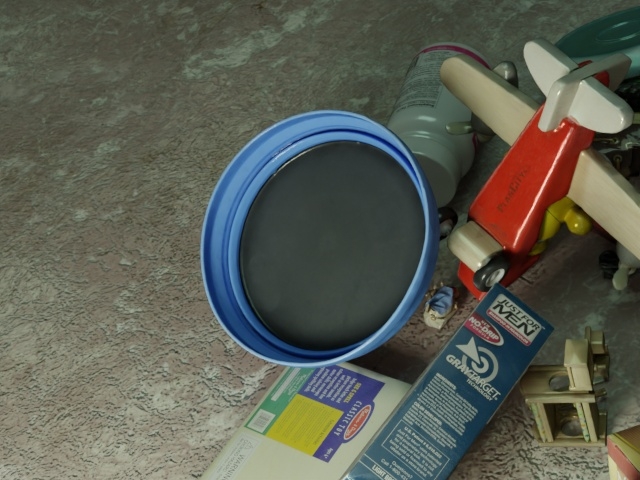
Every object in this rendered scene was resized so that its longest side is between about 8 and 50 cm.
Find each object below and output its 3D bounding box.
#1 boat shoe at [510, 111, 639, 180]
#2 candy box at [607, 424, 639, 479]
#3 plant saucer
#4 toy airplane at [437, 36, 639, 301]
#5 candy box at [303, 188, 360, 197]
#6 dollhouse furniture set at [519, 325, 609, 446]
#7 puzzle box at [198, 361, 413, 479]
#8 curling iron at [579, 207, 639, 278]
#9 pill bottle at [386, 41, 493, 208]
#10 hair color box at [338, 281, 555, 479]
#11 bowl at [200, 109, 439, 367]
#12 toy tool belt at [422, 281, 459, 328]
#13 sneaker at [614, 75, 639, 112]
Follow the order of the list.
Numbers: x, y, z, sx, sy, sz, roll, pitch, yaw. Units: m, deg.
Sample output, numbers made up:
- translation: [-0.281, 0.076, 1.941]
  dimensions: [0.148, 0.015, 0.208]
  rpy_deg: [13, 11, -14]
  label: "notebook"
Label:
- translation: [0.461, -0.130, 1.919]
  dimensions: [0.342, 0.123, 0.123]
  rpy_deg: [12, 68, 30]
  label: "boat shoe"
- translation: [0.526, 0.264, 1.419]
  dimensions: [0.316, 0.088, 0.183]
  rpy_deg: [-17, 27, -9]
  label: "candy box"
- translation: [0.533, -0.350, 2.078]
  dimensions: [0.317, 0.044, 0.317]
  rpy_deg: [-18, 20, 7]
  label: "plant saucer"
- translation: [0.349, -0.113, 1.751]
  dimensions: [0.384, 0.386, 0.272]
  rpy_deg: [-9, -2, 44]
  label: "toy airplane"
- translation: [0.056, -0.028, 1.919]
  dimensions: [0.109, 0.187, 0.053]
  rpy_deg: [9, 52, 30]
  label: "candy box"
- translation: [0.324, 0.161, 1.607]
  dimensions: [0.101, 0.182, 0.161]
  rpy_deg: [-4, 45, 20]
  label: "dollhouse furniture set"
- translation: [-0.025, 0.343, 1.665]
  dimensions: [0.272, 0.052, 0.409]
  rpy_deg: [16, 54, 36]
  label: "puzzle box"
- translation: [0.411, -0.026, 1.877]
  dimensions: [0.068, 0.035, 0.274]
  rpy_deg: [-29, 42, -7]
  label: "curling iron"
- translation: [0.199, -0.197, 2.054]
  dimensions: [0.160, 0.160, 0.283]
  rpy_deg: [1, 47, 24]
  label: "pill bottle"
- translation: [0.152, 0.232, 1.555]
  dimensions: [0.105, 0.174, 0.347]
  rpy_deg: [38, 62, 6]
  label: "hair color box"
- translation: [0.000, 0.000, 1.789]
  dimensions: [0.391, 0.077, 0.391]
  rpy_deg: [-8, 74, 29]
  label: "bowl"
- translation: [0.187, 0.092, 1.838]
  dimensions: [0.052, 0.051, 0.083]
  rpy_deg: [13, 52, 33]
  label: "toy tool belt"
- translation: [0.632, -0.240, 1.934]
  dimensions: [0.343, 0.134, 0.146]
  rpy_deg: [14, 52, 35]
  label: "sneaker"
